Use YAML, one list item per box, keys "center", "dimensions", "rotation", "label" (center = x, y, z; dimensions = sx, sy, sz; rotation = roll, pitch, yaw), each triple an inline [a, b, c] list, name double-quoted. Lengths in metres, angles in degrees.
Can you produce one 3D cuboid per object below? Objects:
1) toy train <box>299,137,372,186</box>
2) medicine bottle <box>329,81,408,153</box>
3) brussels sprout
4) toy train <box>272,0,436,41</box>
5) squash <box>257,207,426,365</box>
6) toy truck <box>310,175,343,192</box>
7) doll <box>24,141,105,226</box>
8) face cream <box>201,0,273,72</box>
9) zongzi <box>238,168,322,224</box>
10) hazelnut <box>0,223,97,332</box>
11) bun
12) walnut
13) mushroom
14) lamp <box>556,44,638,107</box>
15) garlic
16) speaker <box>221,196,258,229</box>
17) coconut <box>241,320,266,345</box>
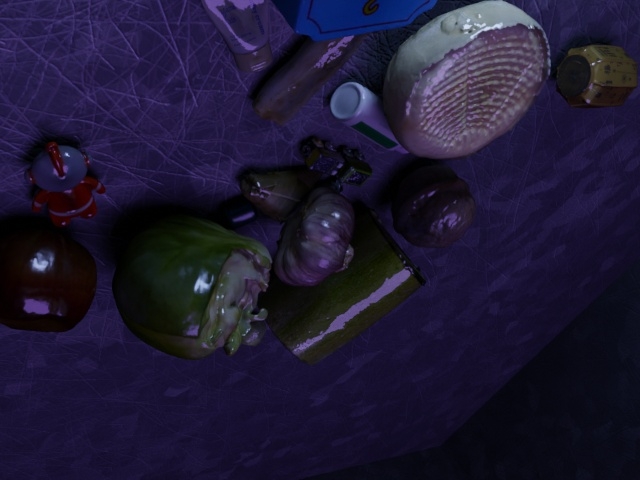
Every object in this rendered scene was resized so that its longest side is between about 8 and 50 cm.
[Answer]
- center: [0.038, -0.178, 1.818]
  dimensions: [0.202, 0.081, 0.060]
  rotation: [10, 131, -46]
  label: "toy train"
- center: [0.127, -0.262, 1.760]
  dimensions: [0.095, 0.095, 0.260]
  rotation: [-42, 146, 18]
  label: "medicine bottle"
- center: [-0.283, 0.091, 1.741]
  dimensions: [0.371, 0.315, 0.276]
  rotation: [-24, 132, -55]
  label: "brussels sprout"
- center: [0.057, -0.473, 1.316]
  dimensions: [0.300, 0.188, 0.265]
  rotation: [-17, 148, -26]
  label: "toy train"
- center: [0.058, 0.119, 2.090]
  dimensions: [0.384, 0.263, 0.263]
  rotation: [-37, 148, 10]
  label: "squash"
- center: [0.019, -0.081, 1.944]
  dimensions: [0.080, 0.078, 0.154]
  rotation: [-20, 146, -18]
  label: "toy truck"
- center: [-0.483, -0.109, 1.495]
  dimensions: [0.142, 0.076, 0.245]
  rotation: [-21, 151, -16]
  label: "doll"
- center: [-0.143, -0.400, 1.383]
  dimensions: [0.114, 0.070, 0.224]
  rotation: [-25, 139, -8]
  label: "face cream"
- center: [-0.082, -0.137, 1.791]
  dimensions: [0.176, 0.078, 0.160]
  rotation: [-45, 147, 5]
  label: "zongzi"
- center: [-0.561, 0.073, 1.574]
  dimensions: [0.229, 0.229, 0.229]
  rotation: [-21, 147, -14]
  label: "hazelnut"
- center: [0.286, -0.349, 1.666]
  dimensions: [0.364, 0.202, 0.364]
  rotation: [-21, 144, -16]
  label: "bun"
- center: [0.287, -0.086, 2.032]
  dimensions: [0.224, 0.224, 0.224]
  rotation: [-21, 147, -14]
  label: "walnut"
- center: [-0.009, -0.348, 1.546]
  dimensions: [0.312, 0.081, 0.100]
  rotation: [-41, 144, 25]
  label: "mushroom"
- center: [0.681, -0.403, 1.965]
  dimensions: [0.185, 0.161, 0.161]
  rotation: [-4, 140, -36]
  label: "lamp"
- center: [0.000, 0.000, 1.829]
  dimensions: [0.160, 0.245, 0.245]
  rotation: [25, 125, -17]
  label: "garlic"
- center: [-0.183, -0.053, 1.831]
  dimensions: [0.075, 0.060, 0.094]
  rotation: [-23, 148, -10]
  label: "speaker"
- center: [-0.199, 0.256, 2.238]
  dimensions: [0.096, 0.088, 0.088]
  rotation: [-43, 147, 11]
  label: "coconut"
